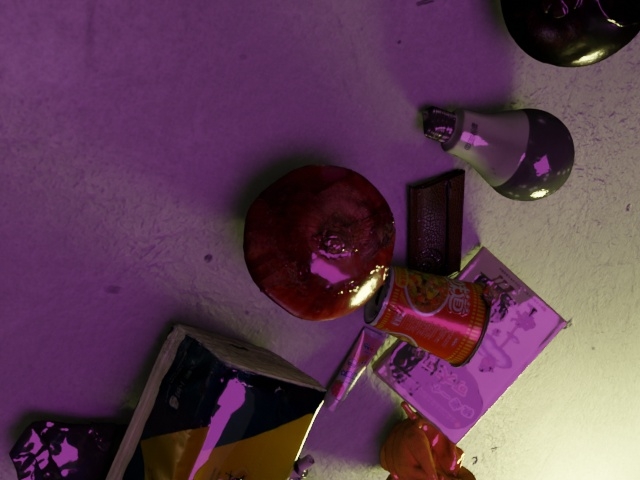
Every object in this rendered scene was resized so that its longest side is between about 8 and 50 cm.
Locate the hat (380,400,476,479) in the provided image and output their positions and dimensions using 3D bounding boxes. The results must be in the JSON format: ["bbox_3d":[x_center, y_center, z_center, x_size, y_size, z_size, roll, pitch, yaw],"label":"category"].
[{"bbox_3d":[0.217,0.477,1.829,0.244,0.233,0.233,-42,118,-57],"label":"hat"}]

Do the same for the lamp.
[{"bbox_3d":[0.341,-0.166,1.538,0.313,0.182,0.182,-2,118,-18],"label":"lamp"}]

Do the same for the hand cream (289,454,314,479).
[{"bbox_3d":[-0.101,0.570,1.783,0.084,0.050,0.257,25,110,-36],"label":"hand cream"}]

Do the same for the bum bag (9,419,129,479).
[{"bbox_3d":[-0.428,0.398,1.479,0.310,0.074,0.137,11,99,-40],"label":"bum bag"}]

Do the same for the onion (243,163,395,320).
[{"bbox_3d":[0.000,0.000,1.385,0.276,0.276,0.276,-14,123,-23],"label":"onion"}]

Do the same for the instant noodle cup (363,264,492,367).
[{"bbox_3d":[0.209,0.138,1.609,0.212,0.193,0.193,19,107,-11],"label":"instant noodle cup"}]

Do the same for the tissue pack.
[{"bbox_3d":[-0.210,0.395,1.441,0.264,0.253,0.417,25,90,-40],"label":"tissue pack"}]

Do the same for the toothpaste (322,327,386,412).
[{"bbox_3d":[0.069,0.281,1.721,0.067,0.043,0.194,28,95,-35],"label":"toothpaste"}]

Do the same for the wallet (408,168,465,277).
[{"bbox_3d":[0.241,-0.020,1.643,0.132,0.039,0.243,-18,125,-23],"label":"wallet"}]

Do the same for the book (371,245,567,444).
[{"bbox_3d":[0.328,0.231,1.749,0.260,0.043,0.371,41,91,-4],"label":"book"}]

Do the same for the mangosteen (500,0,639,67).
[{"bbox_3d":[0.465,-0.446,1.403,0.287,0.233,0.288,1,87,-26],"label":"mangosteen"}]
